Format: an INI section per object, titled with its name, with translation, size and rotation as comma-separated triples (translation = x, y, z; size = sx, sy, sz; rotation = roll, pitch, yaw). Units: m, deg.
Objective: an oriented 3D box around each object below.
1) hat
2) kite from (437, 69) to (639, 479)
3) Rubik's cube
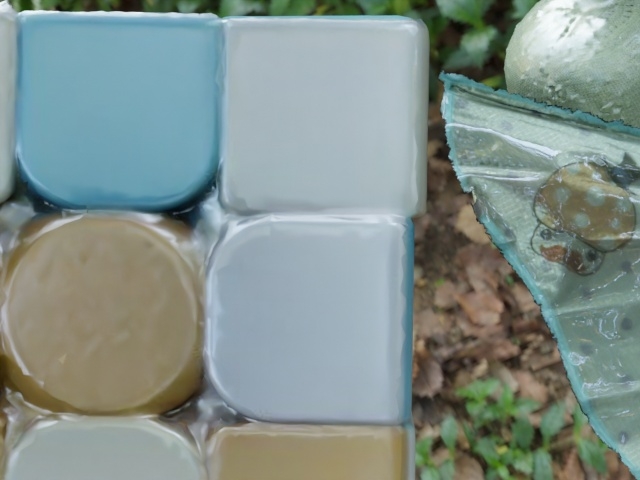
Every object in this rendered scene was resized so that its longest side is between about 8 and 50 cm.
[hat]
translation = 0.208, -0.119, 0.959
size = 0.257, 0.130, 0.257
rotation = -20, 39, 17
[kite]
translation = 0.125, 0.095, 0.342
size = 0.314, 0.011, 0.335
rotation = -27, 85, -10
[Rubik's cube]
translation = -0.110, 0.039, 0.874
size = 0.347, 0.346, 0.344
rotation = 2, 91, 3
